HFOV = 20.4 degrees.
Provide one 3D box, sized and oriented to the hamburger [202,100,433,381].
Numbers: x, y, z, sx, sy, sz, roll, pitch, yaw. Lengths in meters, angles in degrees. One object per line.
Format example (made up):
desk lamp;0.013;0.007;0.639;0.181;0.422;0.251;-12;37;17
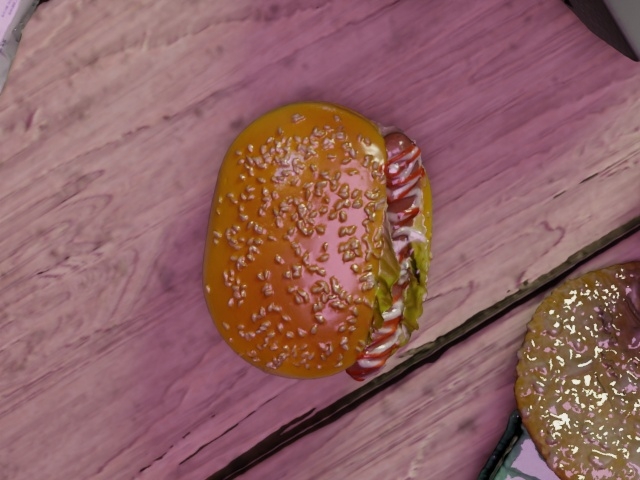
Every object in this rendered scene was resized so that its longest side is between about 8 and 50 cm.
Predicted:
hamburger;0.000;0.000;1.348;0.173;0.116;0.210;9;99;1

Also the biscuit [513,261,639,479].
biscuit;0.258;0.113;1.367;0.220;0.033;0.220;1;69;-2

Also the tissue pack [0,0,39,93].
tissue pack;-0.263;-0.213;1.358;0.122;0.026;0.193;28;98;-5

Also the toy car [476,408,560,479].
toy car;0.272;0.252;1.396;0.320;0.097;0.141;25;97;-4

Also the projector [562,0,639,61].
projector;0.230;-0.271;1.239;0.198;0.108;0.250;-45;140;0
